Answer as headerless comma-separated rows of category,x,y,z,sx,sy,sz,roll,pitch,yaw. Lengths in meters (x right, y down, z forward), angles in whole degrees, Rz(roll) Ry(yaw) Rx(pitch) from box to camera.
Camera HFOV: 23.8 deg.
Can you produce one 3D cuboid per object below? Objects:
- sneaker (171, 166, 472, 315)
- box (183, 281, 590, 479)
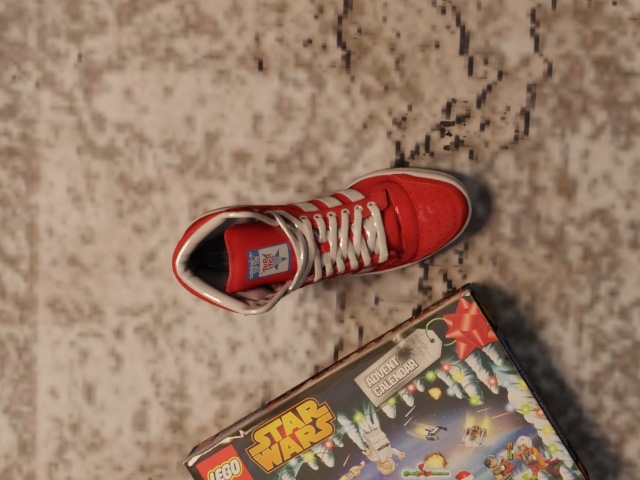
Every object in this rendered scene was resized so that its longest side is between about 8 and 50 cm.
sneaker,0.000,0.000,0.584,0.118,0.067,0.042,-11,97,7
box,0.027,0.092,0.614,0.137,0.027,0.094,-32,93,9
